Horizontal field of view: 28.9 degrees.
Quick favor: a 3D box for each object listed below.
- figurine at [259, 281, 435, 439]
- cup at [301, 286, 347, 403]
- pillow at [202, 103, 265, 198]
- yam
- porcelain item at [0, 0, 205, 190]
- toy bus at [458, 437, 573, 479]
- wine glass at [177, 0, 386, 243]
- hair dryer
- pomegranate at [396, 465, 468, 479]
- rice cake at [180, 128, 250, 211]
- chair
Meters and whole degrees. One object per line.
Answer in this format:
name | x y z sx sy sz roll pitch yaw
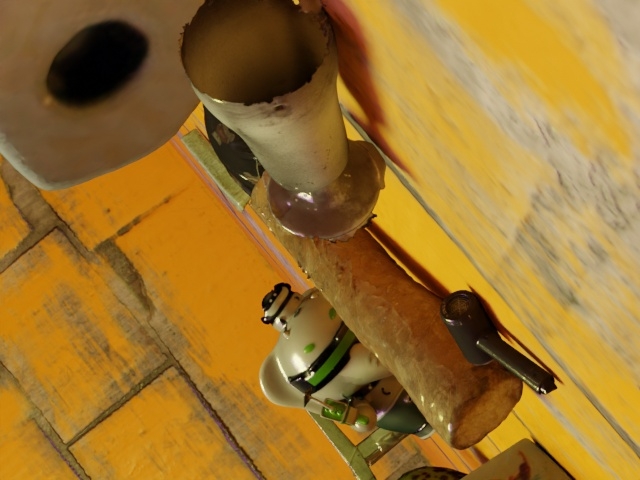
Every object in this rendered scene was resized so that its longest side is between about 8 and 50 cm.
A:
figurine | 0.029 0.103 1.103 0.192 0.147 0.126 33 160 -7
cup | 0.031 0.091 1.226 0.129 0.095 0.128 -134 43 -64
pillow | -0.064 -0.081 1.059 0.090 0.048 0.150 41 169 17
yam | 0.035 0.034 0.885 0.300 0.066 0.066 46 174 45
porcelain item | -0.233 -0.224 0.746 0.405 0.178 0.242 48 174 28
toy bus | 0.071 0.293 0.959 0.109 0.329 0.136 44 161 53
wine glass | -0.014 -0.058 0.603 0.072 0.072 0.155 49 174 26
hair dryer | 0.105 0.065 0.721 0.083 0.026 0.047 41 171 47
pomegranate | 0.154 0.386 1.486 0.254 0.254 0.270 48 164 29
rice cake | -0.146 -0.103 1.778 0.171 0.033 0.029 49 171 35
chair | 0.095 0.276 1.698 0.270 0.147 0.136 53 174 9
